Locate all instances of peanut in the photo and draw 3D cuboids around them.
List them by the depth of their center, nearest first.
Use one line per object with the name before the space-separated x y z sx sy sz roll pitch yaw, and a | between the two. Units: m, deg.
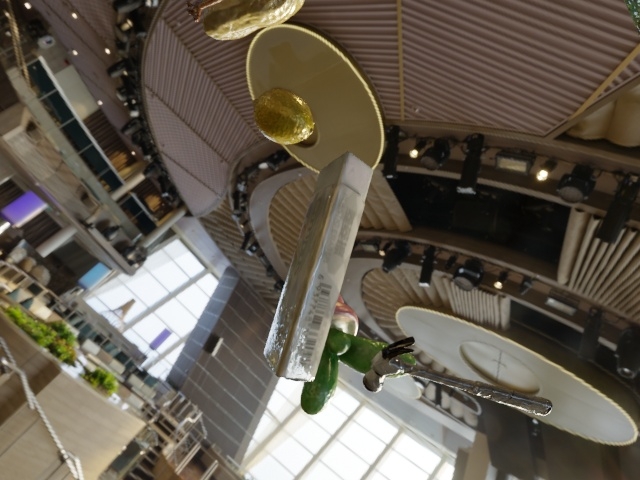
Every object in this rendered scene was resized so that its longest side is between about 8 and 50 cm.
peanut | -0.184 -0.640 1.127 0.313 0.149 0.149 -12 -49 18

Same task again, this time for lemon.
lemon | -0.049 -0.154 0.512 0.092 0.065 0.065 32 -27 16

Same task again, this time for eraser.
eraser | -0.007 0.048 0.793 0.082 0.397 0.213 19 -7 -15

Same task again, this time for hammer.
hammer | 0.309 0.317 0.900 0.426 0.044 0.152 20 -58 -11

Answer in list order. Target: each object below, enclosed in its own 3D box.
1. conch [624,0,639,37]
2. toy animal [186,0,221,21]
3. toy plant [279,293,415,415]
conch | 0.619 -0.425 0.710 0.176 0.122 0.188 38 -13 33
toy animal | -0.181 -0.593 0.954 0.229 0.224 0.066 13 -11 16
toy plant | 0.040 0.260 1.141 0.356 0.316 0.211 -128 -156 -51
